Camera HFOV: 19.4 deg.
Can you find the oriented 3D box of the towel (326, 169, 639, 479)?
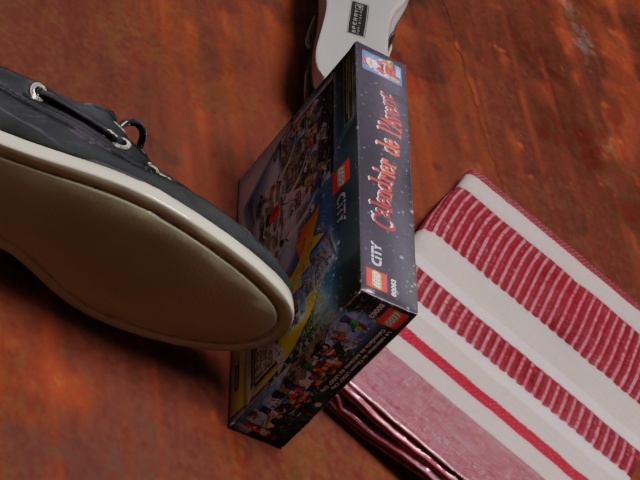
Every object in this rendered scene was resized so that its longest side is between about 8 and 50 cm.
[{"bbox_3d":[0.142,0.093,1.394,0.237,0.037,0.329,40,36,0],"label":"towel"}]

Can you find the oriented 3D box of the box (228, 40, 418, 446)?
[{"bbox_3d":[0.000,0.000,1.251,0.044,0.159,0.233,24,42,-23],"label":"box"}]

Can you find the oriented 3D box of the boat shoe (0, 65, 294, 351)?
[{"bbox_3d":[-0.164,-0.043,1.173,0.340,0.127,0.113,21,45,-7],"label":"boat shoe"}]

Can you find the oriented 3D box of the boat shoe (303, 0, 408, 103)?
[{"bbox_3d":[0.023,-0.169,1.509,0.077,0.070,0.219,21,45,-4],"label":"boat shoe"}]
